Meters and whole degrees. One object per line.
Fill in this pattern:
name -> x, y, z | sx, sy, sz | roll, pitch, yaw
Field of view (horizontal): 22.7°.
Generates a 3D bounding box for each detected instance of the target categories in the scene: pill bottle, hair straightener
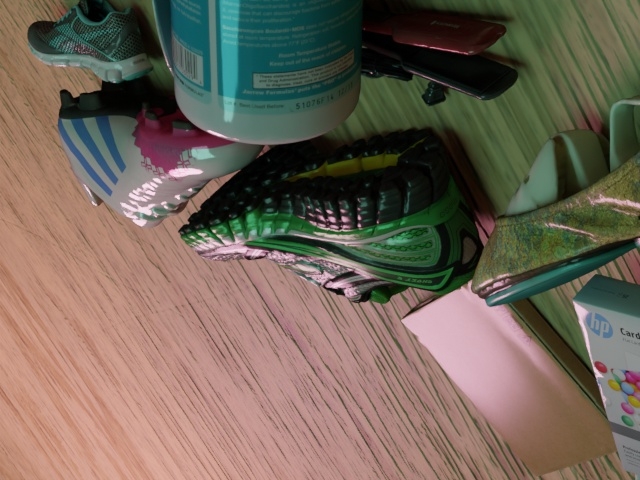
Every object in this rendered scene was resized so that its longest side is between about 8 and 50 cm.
pill bottle -> -0.039, -0.214, 1.174 | 0.146, 0.146, 0.264 | 27, 132, 32
hair straightener -> 0.063, -0.138, 1.256 | 0.230, 0.047, 0.089 | 15, 137, 45

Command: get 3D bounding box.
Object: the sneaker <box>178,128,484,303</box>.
sneaker -> 0.000, 0.000, 1.419 | 0.343, 0.134, 0.146 | 1, 128, 52

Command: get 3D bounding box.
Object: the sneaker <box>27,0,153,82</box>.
sneaker -> -0.227, -0.207, 1.562 | 0.166, 0.065, 0.076 | 16, 122, 38

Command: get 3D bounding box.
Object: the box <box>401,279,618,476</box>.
box -> 0.176, 0.121, 1.445 | 0.201, 0.021, 0.164 | 49, 151, -3

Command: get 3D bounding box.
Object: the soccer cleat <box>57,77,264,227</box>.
soccer cleat -> -0.143, -0.076, 1.528 | 0.331, 0.116, 0.143 | 16, 123, 55

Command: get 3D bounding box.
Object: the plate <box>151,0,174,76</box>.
plate -> -0.111, -0.223, 1.292 | 0.024, 0.188, 0.188 | -3, 135, 6

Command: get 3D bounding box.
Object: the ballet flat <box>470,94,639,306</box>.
ballet flat -> 0.213, -0.038, 1.132 | 0.123, 0.123, 0.348 | 52, 151, -8

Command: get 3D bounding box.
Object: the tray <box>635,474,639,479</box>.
tray -> 0.323, 0.177, 1.310 | 0.145, 0.030, 0.270 | 23, 143, 35

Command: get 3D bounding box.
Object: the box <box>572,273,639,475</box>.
box -> 0.281, 0.121, 1.229 | 0.145, 0.038, 0.186 | 16, 137, 43
